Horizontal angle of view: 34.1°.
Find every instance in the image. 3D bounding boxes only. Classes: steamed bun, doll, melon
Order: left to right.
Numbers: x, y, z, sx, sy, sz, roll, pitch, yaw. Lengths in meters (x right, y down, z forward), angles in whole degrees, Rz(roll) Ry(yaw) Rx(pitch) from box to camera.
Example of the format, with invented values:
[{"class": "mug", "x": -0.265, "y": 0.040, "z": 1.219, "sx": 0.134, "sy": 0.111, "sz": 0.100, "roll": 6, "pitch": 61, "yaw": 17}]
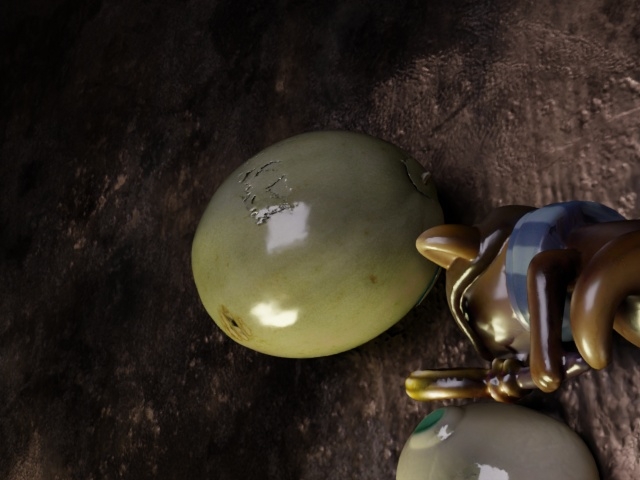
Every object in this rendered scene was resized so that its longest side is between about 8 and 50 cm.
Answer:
[{"class": "melon", "x": 0.000, "y": 0.000, "z": 1.279, "sx": 0.330, "sy": 0.268, "sz": 0.269, "roll": -26, "pitch": 56, "yaw": 24}, {"class": "steamed bun", "x": 0.174, "y": 0.256, "z": 1.101, "sx": 0.228, "sy": 0.130, "sz": 0.177, "roll": 6, "pitch": 77, "yaw": 42}, {"class": "doll", "x": 0.265, "y": 0.068, "z": 1.049, "sx": 0.339, "sy": 0.317, "sz": 0.209, "roll": 9, "pitch": 116, "yaw": 54}]
